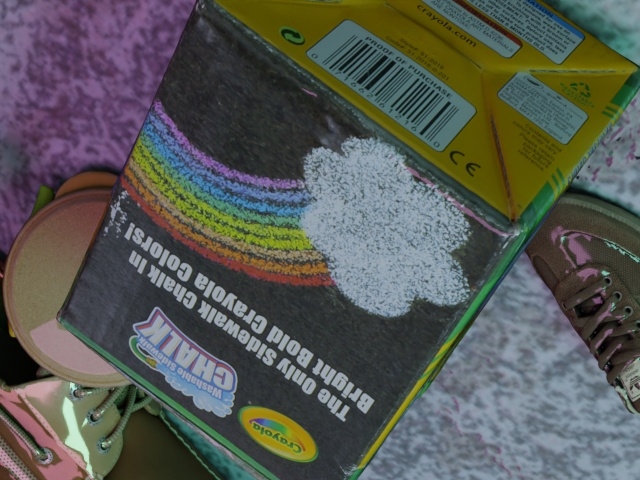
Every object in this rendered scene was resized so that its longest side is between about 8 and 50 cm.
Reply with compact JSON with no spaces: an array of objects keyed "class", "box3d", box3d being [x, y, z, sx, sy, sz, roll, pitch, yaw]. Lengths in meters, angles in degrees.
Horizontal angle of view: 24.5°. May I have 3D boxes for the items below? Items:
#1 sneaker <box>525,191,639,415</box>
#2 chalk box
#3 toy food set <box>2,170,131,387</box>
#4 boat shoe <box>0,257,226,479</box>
[{"class":"sneaker","box3d":[0.180,0.053,0.810,0.188,0.071,0.066,42,129,-11]},{"class":"chalk box","box3d":[0.000,0.000,0.764,0.180,0.179,0.289,37,131,7]},{"class":"toy food set","box3d":[-0.133,0.025,0.912,0.192,0.038,0.133,10,93,1]},{"class":"boat shoe","box3d":[-0.175,0.109,0.970,0.324,0.122,0.120,36,124,-5]}]
